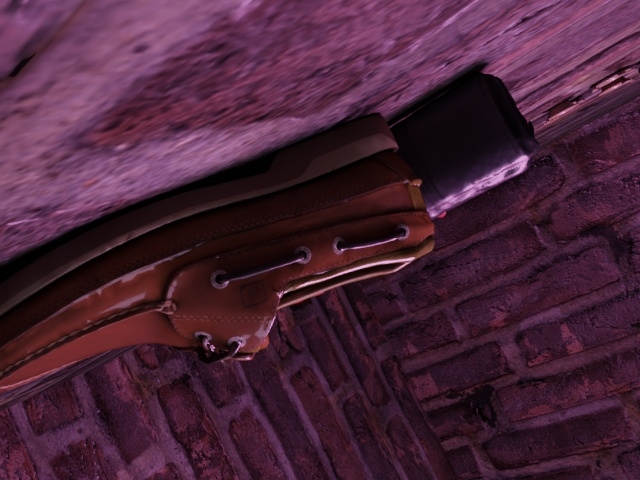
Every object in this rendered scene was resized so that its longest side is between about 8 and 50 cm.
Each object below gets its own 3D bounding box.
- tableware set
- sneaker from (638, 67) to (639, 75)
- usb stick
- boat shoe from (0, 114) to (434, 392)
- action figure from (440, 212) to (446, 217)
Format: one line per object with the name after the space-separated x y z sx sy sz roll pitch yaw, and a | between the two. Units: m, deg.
0.430 -0.230 1.097 0.168 0.020 0.141 -29 176 32 | tableware set
0.613 -0.264 1.102 0.283 0.122 0.110 -24 175 -46 | sneaker
0.033 -0.030 0.533 0.278 0.077 0.045 -30 -179 29 | usb stick
-0.063 0.026 0.420 0.307 0.105 0.111 -27 177 -14 | boat shoe
0.000 0.000 0.689 0.280 0.092 0.139 -27 -177 -8 | action figure
